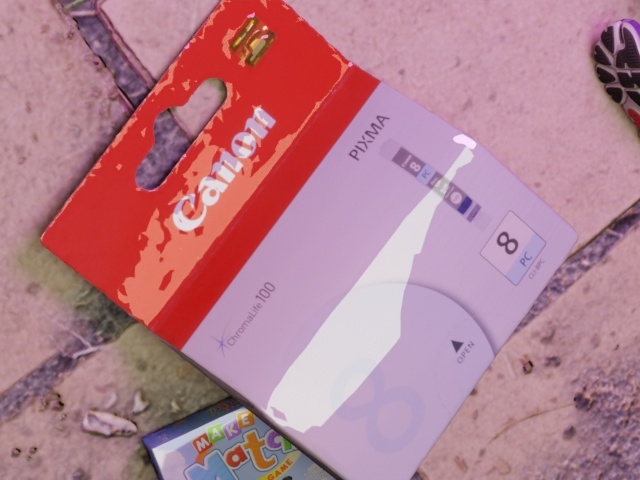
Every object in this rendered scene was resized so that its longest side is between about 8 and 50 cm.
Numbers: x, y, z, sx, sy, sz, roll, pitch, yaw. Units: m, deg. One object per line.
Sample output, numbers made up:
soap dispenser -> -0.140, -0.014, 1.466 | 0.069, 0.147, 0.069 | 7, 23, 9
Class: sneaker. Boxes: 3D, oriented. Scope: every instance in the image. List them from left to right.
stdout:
sneaker -> 0.318, -0.147, 1.706 | 0.071, 0.068, 0.170 | -49, 124, -20

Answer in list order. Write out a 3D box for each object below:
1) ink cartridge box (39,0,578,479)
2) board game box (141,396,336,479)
ink cartridge box -> 0.000, 0.000, 1.575 | 0.385, 0.091, 0.308 | 40, 80, -22
board game box -> -0.054, 0.243, 1.662 | 0.160, 0.039, 0.211 | -24, 109, -14
